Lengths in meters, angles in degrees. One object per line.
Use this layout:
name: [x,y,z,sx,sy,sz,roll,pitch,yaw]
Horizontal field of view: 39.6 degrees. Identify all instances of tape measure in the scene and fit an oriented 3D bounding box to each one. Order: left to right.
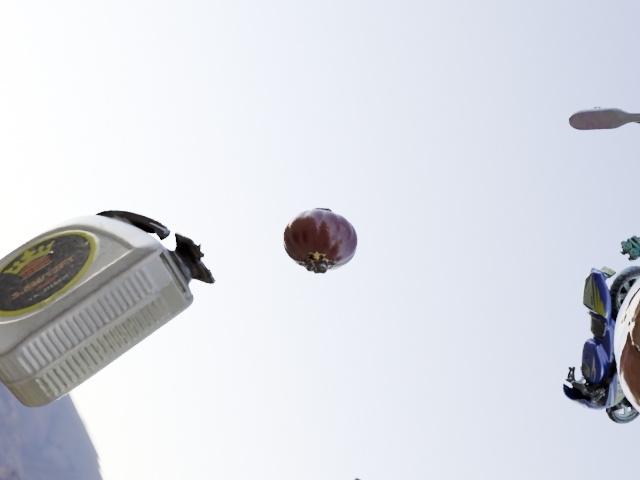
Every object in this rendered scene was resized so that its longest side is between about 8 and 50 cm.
tape measure: [-0.288,0.062,1.093,0.231,0.271,0.133,36,-21,53]

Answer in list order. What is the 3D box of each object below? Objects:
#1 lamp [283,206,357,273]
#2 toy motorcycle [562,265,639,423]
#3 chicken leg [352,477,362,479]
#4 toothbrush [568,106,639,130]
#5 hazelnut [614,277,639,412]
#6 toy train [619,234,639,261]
lamp: [0.000,0.000,1.183,0.101,0.101,0.090,121,-22,-62]
toy motorcycle: [0.495,0.187,1.516,0.113,0.169,0.315,-138,-140,-62]
chicken leg: [0.155,0.347,0.819,0.429,0.153,0.201,37,16,-24]
toothbrush: [0.419,-0.126,0.851,0.354,0.029,0.024,0,-68,27]
hazelnut: [0.373,0.100,0.854,0.182,0.182,0.182,46,-30,37]
toy train: [0.577,0.027,1.582,0.092,0.045,0.029,48,-9,25]
